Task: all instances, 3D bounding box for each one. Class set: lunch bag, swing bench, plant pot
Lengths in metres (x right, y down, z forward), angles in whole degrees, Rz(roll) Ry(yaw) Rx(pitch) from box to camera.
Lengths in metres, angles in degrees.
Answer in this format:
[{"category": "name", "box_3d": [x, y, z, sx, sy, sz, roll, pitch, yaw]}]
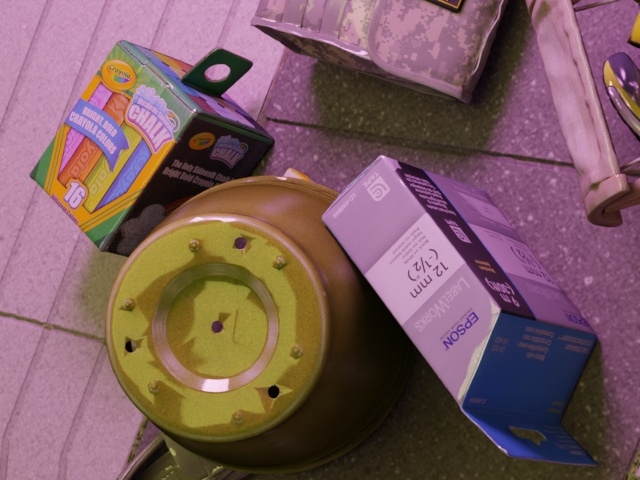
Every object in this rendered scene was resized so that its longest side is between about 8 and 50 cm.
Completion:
[{"category": "lunch bag", "box_3d": [0.095, -0.313, 2.045, 0.287, 0.169, 0.235, 20, 89, 26]}, {"category": "swing bench", "box_3d": [0.344, -0.176, 1.729, 0.254, 0.165, 0.253, -21, 75, 26]}, {"category": "plant pot", "box_3d": [-0.086, 0.098, 1.898, 0.366, 0.353, 0.367, 0, 88, 8]}]

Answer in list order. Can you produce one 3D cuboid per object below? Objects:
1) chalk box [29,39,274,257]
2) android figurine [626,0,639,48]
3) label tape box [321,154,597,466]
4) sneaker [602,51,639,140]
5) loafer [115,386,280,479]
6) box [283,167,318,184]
[{"category": "chalk box", "box_3d": [-0.202, -0.135, 2.196, 0.179, 0.180, 0.289, 43, 104, 31]}, {"category": "android figurine", "box_3d": [0.446, -0.328, 1.885, 0.248, 0.056, 0.273, 27, 98, 33]}, {"category": "label tape box", "box_3d": [0.187, 0.080, 1.860, 0.115, 0.249, 0.348, -47, 60, 17]}, {"category": "sneaker", "box_3d": [0.430, -0.114, 1.839, 0.121, 0.111, 0.300, -47, 66, 6]}, {"category": "loafer", "box_3d": [-0.146, 0.263, 2.125, 0.319, 0.111, 0.112, -45, 61, 18]}, {"category": "box", "box_3d": [0.000, 0.000, 2.121, 0.179, 0.043, 0.105, 42, 103, 33]}]
